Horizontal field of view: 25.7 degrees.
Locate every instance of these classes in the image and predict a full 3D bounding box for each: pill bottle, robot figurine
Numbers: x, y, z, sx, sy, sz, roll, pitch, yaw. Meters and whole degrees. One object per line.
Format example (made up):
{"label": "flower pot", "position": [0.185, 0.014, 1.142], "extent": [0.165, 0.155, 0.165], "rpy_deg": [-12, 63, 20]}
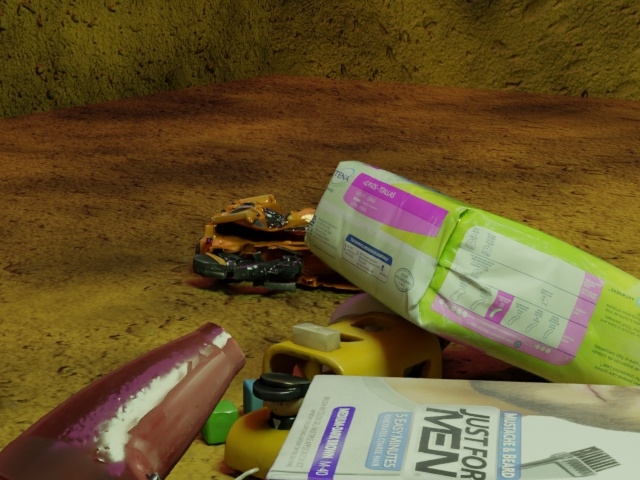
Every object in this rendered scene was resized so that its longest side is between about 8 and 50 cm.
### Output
{"label": "pill bottle", "position": [0.059, 0.080, 1.239], "extent": [0.086, 0.086, 0.152], "rpy_deg": [6, 14, 26]}
{"label": "robot figurine", "position": [0.000, 0.000, 1.581], "extent": [0.290, 0.085, 0.211], "rpy_deg": [2, 13, 11]}

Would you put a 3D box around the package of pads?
{"label": "package of pads", "position": [0.162, 0.043, 1.129], "extent": [0.296, 0.101, 0.229], "rpy_deg": [23, 3, -26]}

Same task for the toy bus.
{"label": "toy bus", "position": [0.002, 0.115, 1.058], "extent": [0.190, 0.104, 0.202], "rpy_deg": [-2, 13, -4]}

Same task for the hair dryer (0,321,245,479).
{"label": "hair dryer", "position": [-0.095, 0.159, 0.778], "extent": [0.223, 0.080, 0.294], "rpy_deg": [-5, 41, 12]}

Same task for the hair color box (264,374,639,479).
{"label": "hair color box", "position": [0.147, 0.161, 0.856], "extent": [0.338, 0.110, 0.185], "rpy_deg": [3, 13, 7]}
